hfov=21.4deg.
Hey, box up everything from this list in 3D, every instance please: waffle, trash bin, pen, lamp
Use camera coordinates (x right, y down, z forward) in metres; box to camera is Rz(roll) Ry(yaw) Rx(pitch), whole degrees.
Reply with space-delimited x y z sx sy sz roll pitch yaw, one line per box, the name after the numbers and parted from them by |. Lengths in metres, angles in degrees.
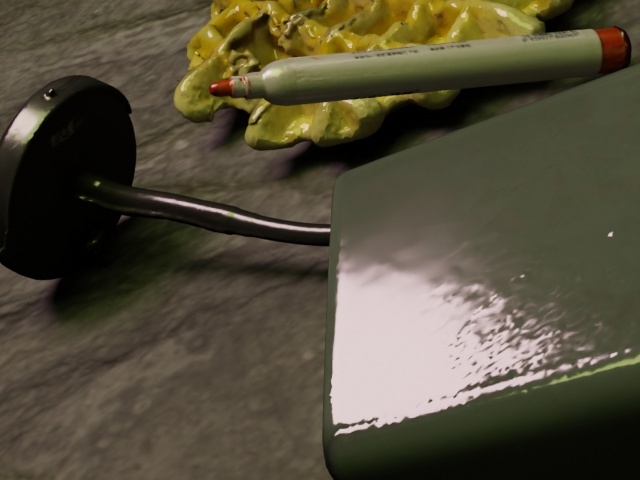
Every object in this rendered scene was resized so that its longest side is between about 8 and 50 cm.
0.039 -0.139 0.989 0.250 0.056 0.261 -15 31 18 | waffle
0.122 0.016 0.630 0.236 0.101 0.177 -18 45 20 | trash bin
0.051 -0.085 0.842 0.218 0.026 0.026 -7 27 -15 | pen
-0.017 -0.030 0.813 0.371 0.108 0.130 4 42 41 | lamp
